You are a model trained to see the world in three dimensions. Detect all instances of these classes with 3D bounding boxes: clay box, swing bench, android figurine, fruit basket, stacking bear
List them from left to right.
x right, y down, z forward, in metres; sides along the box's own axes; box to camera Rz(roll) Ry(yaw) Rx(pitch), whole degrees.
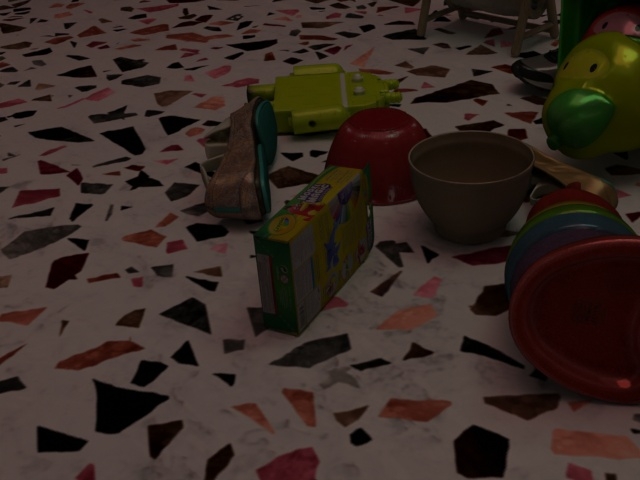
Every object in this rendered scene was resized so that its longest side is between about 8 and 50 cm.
[{"bbox_3d":[0.000,0.000,1.141,0.053,0.127,0.222,10,32,25],"label":"clay box"},{"bbox_3d":[0.005,-0.247,1.644,0.273,0.056,0.248,-4,30,3],"label":"android figurine"},{"bbox_3d":[0.337,-0.531,1.892,0.253,0.255,0.165,23,40,38],"label":"swing bench"},{"bbox_3d":[0.287,0.026,1.048,0.164,0.175,0.289,9,22,7],"label":"stacking bear"},{"bbox_3d":[0.469,-0.262,1.383,0.392,0.283,0.392,1,9,0],"label":"fruit basket"}]

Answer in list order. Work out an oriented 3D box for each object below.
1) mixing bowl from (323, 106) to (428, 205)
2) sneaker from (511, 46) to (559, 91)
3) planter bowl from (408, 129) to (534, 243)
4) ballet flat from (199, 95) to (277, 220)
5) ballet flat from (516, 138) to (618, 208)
[{"bbox_3d":[0.090,-0.136,1.396,0.181,0.098,0.181,-2,31,1],"label":"mixing bowl"},{"bbox_3d":[0.468,-0.330,1.678,0.271,0.108,0.100,-10,32,-7],"label":"sneaker"},{"bbox_3d":[0.197,-0.063,1.245,0.162,0.109,0.162,-3,29,2],"label":"planter bowl"},{"bbox_3d":[-0.125,-0.130,1.412,0.106,0.107,0.316,-9,28,5],"label":"ballet flat"},{"bbox_3d":[0.299,-0.083,1.306,0.073,0.080,0.232,-37,40,-21],"label":"ballet flat"}]
